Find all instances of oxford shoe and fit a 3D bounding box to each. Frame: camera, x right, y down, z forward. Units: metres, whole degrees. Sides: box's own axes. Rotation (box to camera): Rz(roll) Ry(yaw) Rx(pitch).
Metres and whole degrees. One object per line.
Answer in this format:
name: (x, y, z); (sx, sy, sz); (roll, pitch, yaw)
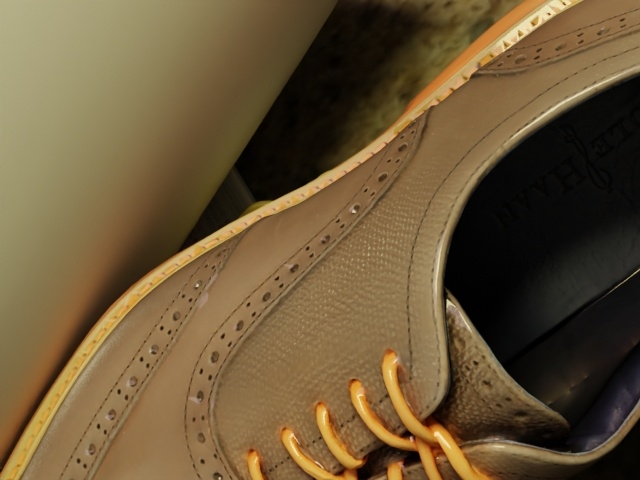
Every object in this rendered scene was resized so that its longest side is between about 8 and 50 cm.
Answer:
oxford shoe: (0.008, 0.046, 0.391); (0.363, 0.130, 0.133); (-46, 10, 5)

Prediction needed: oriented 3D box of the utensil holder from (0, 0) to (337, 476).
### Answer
utensil holder: (-0.187, -0.077, 0.519); (0.328, 0.327, 0.385); (14, 69, 44)

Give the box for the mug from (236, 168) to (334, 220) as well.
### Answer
mug: (0.003, -0.001, 0.522); (0.064, 0.078, 0.062); (-63, 0, -33)

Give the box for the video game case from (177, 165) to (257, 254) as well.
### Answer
video game case: (-0.091, 0.020, 0.613); (0.143, 0.019, 0.157); (-38, 42, 5)
